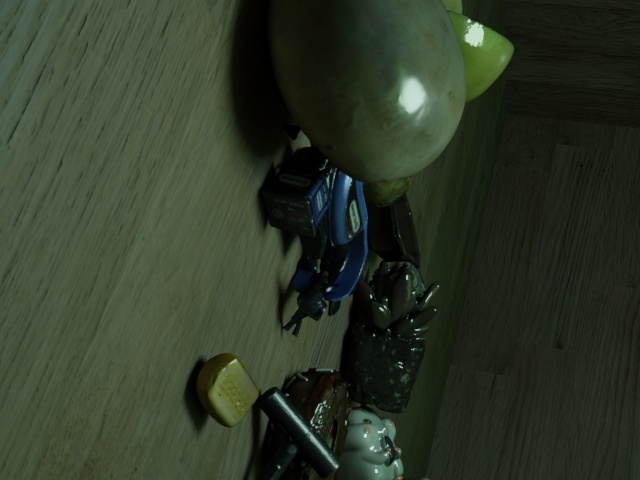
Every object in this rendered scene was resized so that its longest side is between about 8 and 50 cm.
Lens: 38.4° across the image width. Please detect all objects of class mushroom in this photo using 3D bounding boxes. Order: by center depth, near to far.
[{"bbox_3d":[0.044,-0.254,1.361,0.362,0.294,0.363,27,54,-45],"label":"mushroom"}]

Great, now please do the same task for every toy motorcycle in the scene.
[{"bbox_3d":[0.000,0.000,1.546,0.213,0.125,0.359,-57,151,-36],"label":"toy motorcycle"}]

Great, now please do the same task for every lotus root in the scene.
[{"bbox_3d":[0.102,-0.136,1.758,0.278,0.154,0.154,98,2,-85],"label":"lotus root"}]

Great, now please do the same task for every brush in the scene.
[{"bbox_3d":[0.040,0.059,1.871,0.063,0.016,0.194,-34,131,-69],"label":"brush"}]

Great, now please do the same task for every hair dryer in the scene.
[{"bbox_3d":[-0.091,0.365,1.515,0.195,0.173,0.050,-40,-173,-12],"label":"hair dryer"}]

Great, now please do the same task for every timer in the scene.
[{"bbox_3d":[0.111,0.519,2.017,0.291,0.290,0.316,22,55,-73],"label":"timer"}]

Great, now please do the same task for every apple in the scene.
[{"bbox_3d":[0.201,-0.385,1.766,0.233,0.295,0.257,-48,158,29],"label":"apple"}]

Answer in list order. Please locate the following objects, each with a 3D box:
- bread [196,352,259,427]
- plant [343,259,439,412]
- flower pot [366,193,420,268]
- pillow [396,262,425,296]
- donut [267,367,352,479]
[{"bbox_3d":[-0.137,0.206,1.289,0.082,0.056,0.115,-54,141,-21],"label":"bread"},{"bbox_3d":[0.146,0.214,2.062,0.181,0.194,0.321,60,44,-84],"label":"plant"},{"bbox_3d":[0.150,-0.029,2.023,0.251,0.084,0.179,32,47,-71],"label":"flower pot"},{"bbox_3d":[0.215,0.216,2.408,0.161,0.092,0.335,-23,122,-64],"label":"pillow"},{"bbox_3d":[-0.020,0.359,1.687,0.269,0.103,0.270,12,90,-74],"label":"donut"}]
